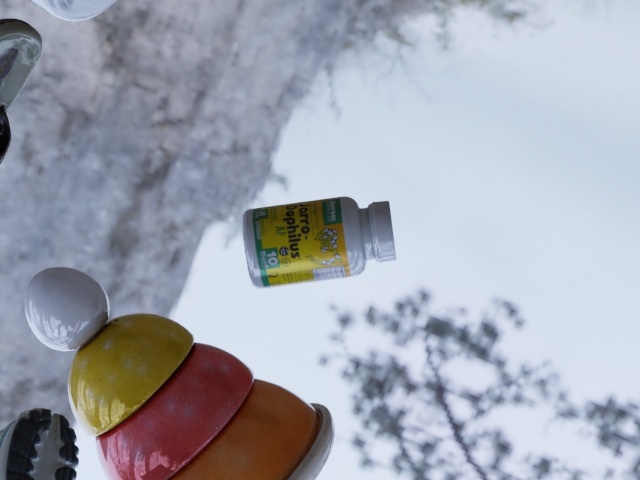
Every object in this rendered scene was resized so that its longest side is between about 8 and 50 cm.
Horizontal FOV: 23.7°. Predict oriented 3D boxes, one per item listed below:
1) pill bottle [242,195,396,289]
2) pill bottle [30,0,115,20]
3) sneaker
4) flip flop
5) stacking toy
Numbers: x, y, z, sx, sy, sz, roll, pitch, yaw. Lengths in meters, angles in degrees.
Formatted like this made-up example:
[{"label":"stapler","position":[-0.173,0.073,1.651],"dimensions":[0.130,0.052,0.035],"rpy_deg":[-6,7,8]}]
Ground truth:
[{"label":"pill bottle","position":[0.000,0.000,2.166],"dimensions":[0.208,0.117,0.117],"rpy_deg":[-7,-164,3]},{"label":"pill bottle","position":[-0.439,-0.475,2.172],"dimensions":[0.361,0.204,0.204],"rpy_deg":[33,-161,26]},{"label":"sneaker","position":[-0.312,0.300,1.508],"dimensions":[0.107,0.275,0.110],"rpy_deg":[30,148,-29]},{"label":"flip flop","position":[-0.397,-0.127,1.764],"dimensions":[0.080,0.277,0.112],"rpy_deg":[47,-159,30]},{"label":"stacking toy","position":[-0.241,0.219,2.216],"dimensions":[0.480,0.351,0.350],"rpy_deg":[50,-169,-12]}]
